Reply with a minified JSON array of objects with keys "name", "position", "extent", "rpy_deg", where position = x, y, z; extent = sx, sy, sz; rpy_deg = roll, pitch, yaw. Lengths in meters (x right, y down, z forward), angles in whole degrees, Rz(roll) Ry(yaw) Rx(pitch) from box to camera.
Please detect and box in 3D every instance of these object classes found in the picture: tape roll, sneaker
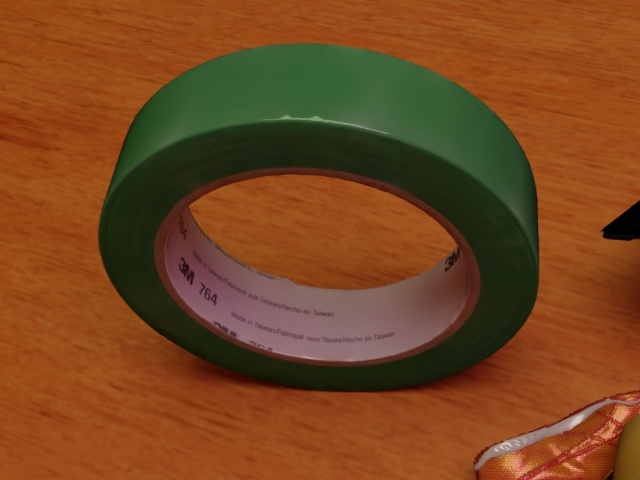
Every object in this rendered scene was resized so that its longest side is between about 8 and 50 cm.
[{"name":"tape roll","position":[0.000,0.000,0.742],"extent":[0.321,0.321,0.077],"rpy_deg":[0,52,11]},{"name":"sneaker","position":[0.203,0.161,0.753],"extent":[0.175,0.064,0.067],"rpy_deg":[-24,73,-3]}]

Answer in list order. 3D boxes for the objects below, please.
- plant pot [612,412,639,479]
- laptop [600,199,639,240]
[{"name":"plant pot","position":[0.254,0.165,0.677],"extent":[0.134,0.134,0.095],"rpy_deg":[-14,51,0]},{"name":"laptop","position":[0.508,0.023,0.745],"extent":[0.382,0.236,0.408],"rpy_deg":[-30,78,-37]}]
